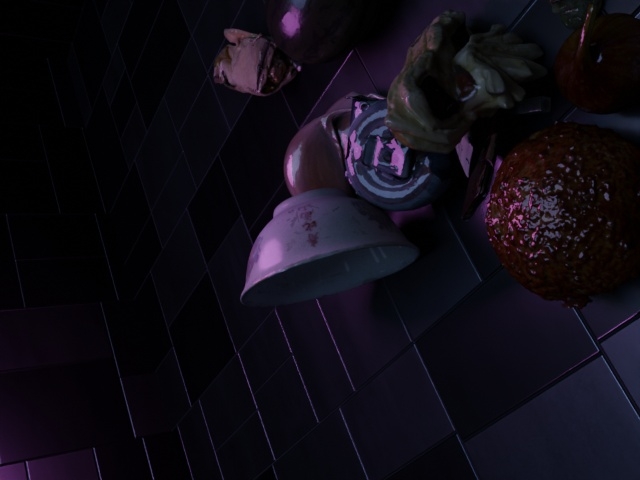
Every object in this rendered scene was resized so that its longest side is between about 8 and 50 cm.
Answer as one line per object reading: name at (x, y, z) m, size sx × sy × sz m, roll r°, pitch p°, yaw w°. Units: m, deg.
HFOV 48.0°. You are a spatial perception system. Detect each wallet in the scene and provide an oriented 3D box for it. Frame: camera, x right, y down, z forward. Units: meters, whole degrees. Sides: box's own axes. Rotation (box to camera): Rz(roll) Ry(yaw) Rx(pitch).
wallet at (0.329, -0.160, 1.452) m, size 0.122 × 0.031 × 0.232 m, roll 111°, pitch 180°, yaw -63°

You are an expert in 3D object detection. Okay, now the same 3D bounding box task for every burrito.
burrito at (-0.204, -0.544, 2.190) m, size 0.331 × 0.135 × 0.191 m, roll 27°, pitch 110°, yaw 52°

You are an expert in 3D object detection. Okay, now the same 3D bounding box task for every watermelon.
watermelon at (0.003, -0.592, 1.783) m, size 0.359 × 0.278 × 0.279 m, roll -54°, pitch 51°, yaw 39°

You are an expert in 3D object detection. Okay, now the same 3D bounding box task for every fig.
fig at (0.471, -0.303, 1.226) m, size 0.175 × 0.207 × 0.175 m, roll 9°, pitch 103°, yaw 43°

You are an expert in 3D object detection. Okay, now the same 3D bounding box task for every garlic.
garlic at (0.034, -0.227, 1.805) m, size 0.246 × 0.231 × 0.340 m, roll 47°, pitch 133°, yaw 45°

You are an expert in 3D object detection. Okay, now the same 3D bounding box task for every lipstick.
lipstick at (0.406, -0.270, 1.461) m, size 0.129 × 0.030 × 0.030 m, roll 5°, pitch 95°, yaw 56°

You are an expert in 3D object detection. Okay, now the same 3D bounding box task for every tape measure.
tape measure at (0.173, -0.195, 1.620) m, size 0.274 × 0.147 × 0.256 m, roll 14°, pitch 109°, yaw 28°

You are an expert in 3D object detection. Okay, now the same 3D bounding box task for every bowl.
bowl at (0.000, 0.000, 1.685) m, size 0.434 × 0.434 × 0.196 m, roll -34°, pitch 66°, yaw 49°

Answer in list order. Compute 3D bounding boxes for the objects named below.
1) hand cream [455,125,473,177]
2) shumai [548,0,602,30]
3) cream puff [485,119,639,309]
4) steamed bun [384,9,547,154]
hand cream at (0.295, -0.264, 1.526) m, size 0.095 × 0.059 × 0.276 m, roll 83°, pitch -177°, yaw -55°
shumai at (0.466, -0.435, 1.330) m, size 0.083 × 0.080 × 0.082 m, roll -22°, pitch 76°, yaw 50°
cream puff at (0.429, -0.047, 1.280) m, size 0.350 × 0.228 × 0.351 m, roll 9°, pitch 101°, yaw 55°
steamed bun at (0.290, -0.327, 1.408) m, size 0.247 × 0.428 × 0.189 m, roll 33°, pitch 136°, yaw -4°
